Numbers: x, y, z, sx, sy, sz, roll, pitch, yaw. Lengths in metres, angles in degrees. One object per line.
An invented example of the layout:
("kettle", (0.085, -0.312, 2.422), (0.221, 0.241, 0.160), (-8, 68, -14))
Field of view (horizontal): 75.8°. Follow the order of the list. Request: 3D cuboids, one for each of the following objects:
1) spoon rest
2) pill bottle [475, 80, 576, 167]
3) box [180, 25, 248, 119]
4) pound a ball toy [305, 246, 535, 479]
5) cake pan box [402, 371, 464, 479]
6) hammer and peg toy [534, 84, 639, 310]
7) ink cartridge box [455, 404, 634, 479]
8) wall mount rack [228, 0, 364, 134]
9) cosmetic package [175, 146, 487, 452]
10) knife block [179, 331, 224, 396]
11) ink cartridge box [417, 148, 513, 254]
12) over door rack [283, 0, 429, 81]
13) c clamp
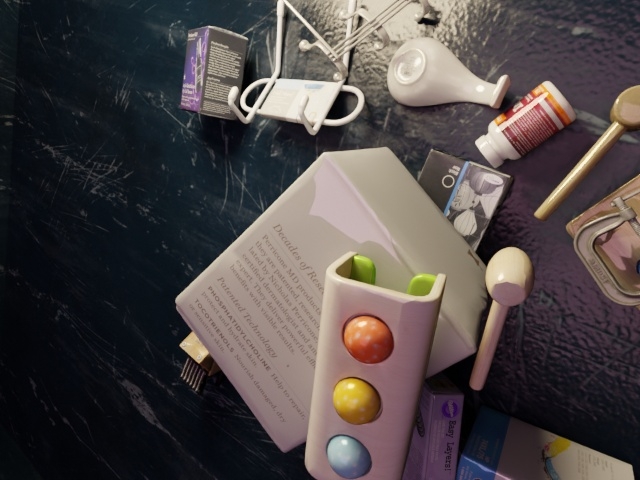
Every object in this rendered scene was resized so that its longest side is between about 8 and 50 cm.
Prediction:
("spoon rest", (0.246, -0.318, 0.816), (0.276, 0.084, 0.137), (37, 114, 37))
("pill bottle", (0.364, -0.203, 0.741), (0.152, 0.086, 0.086), (-38, 77, 29))
("box", (-0.281, -0.432, 1.073), (0.153, 0.108, 0.207), (27, 112, 49))
("pound a ball toy", (0.096, 0.153, 0.472), (0.208, 0.135, 0.320), (14, 110, 21))
("cake pan box", (0.191, 0.367, 0.835), (0.070, 0.267, 0.246), (5, 93, -8))
("hammer and peg toy", (0.534, -0.041, 0.635), (0.266, 0.127, 0.361), (-46, 73, 30))
("ink cartridge box", (0.395, 0.482, 0.751), (0.270, 0.197, 0.198), (15, 105, 29))
("wall mount rack", (-0.051, -0.402, 0.957), (0.349, 0.130, 0.304), (17, 73, 28))
("cosmetic package", (0.036, 0.086, 0.745), (0.393, 0.329, 0.327), (-40, 84, 27))
("knife block", (-0.309, 0.330, 1.250), (0.088, 0.242, 0.276), (32, 67, 23))
("ink cartridge box", (0.247, -0.005, 0.857), (0.165, 0.065, 0.333), (27, 111, 26))
("over door rack", (0.027, -0.509, 0.821), (0.239, 0.108, 0.324), (-40, 94, -6))
("c clamp", (0.459, 0.012, 0.602), (0.137, 0.022, 0.161), (-29, 81, 33))
